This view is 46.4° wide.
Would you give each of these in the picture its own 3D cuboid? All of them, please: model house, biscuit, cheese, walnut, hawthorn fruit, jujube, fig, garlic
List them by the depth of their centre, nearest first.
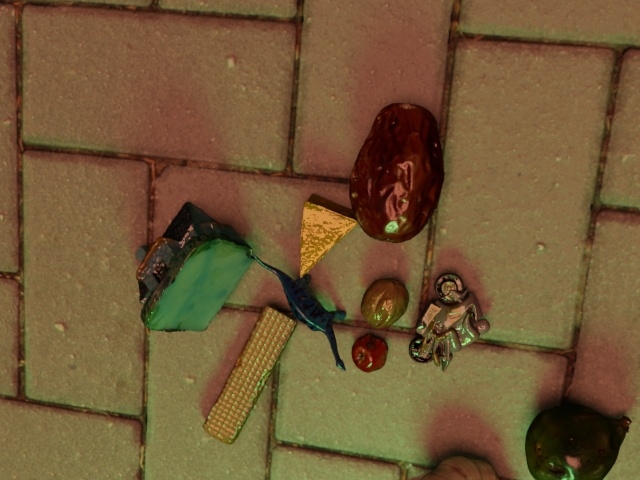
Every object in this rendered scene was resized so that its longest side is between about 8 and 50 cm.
[{"bbox_3d":[0.161,-0.140,1.569,0.197,0.197,0.290,9,87,8],"label":"jujube"},{"bbox_3d":[0.569,0.445,1.616,0.245,0.195,0.195,-6,101,-11],"label":"fig"},{"bbox_3d":[0.000,0.000,1.670,0.126,0.093,0.171,23,105,2],"label":"cheese"},{"bbox_3d":[0.143,0.142,1.671,0.105,0.105,0.124,25,109,5],"label":"walnut"},{"bbox_3d":[-0.324,0.036,1.694,0.241,0.226,0.261,45,106,30],"label":"model house"},{"bbox_3d":[0.111,0.259,1.705,0.093,0.093,0.093,2,102,10],"label":"hawthorn fruit"},{"bbox_3d":[0.282,0.613,1.712,0.253,0.245,0.245,-5,103,49],"label":"garlic"},{"bbox_3d":[-0.171,0.323,1.787,0.094,0.054,0.378,28,105,5],"label":"biscuit"}]

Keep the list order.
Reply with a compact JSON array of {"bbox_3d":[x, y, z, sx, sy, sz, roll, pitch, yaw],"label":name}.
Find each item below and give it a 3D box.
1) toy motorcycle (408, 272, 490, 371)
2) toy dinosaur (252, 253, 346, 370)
[{"bbox_3d":[0.297,0.190,1.666,0.152,0.073,0.225,21,104,3],"label":"toy motorcycle"},{"bbox_3d":[-0.026,0.152,1.697,0.076,0.144,0.329,-41,79,20],"label":"toy dinosaur"}]
